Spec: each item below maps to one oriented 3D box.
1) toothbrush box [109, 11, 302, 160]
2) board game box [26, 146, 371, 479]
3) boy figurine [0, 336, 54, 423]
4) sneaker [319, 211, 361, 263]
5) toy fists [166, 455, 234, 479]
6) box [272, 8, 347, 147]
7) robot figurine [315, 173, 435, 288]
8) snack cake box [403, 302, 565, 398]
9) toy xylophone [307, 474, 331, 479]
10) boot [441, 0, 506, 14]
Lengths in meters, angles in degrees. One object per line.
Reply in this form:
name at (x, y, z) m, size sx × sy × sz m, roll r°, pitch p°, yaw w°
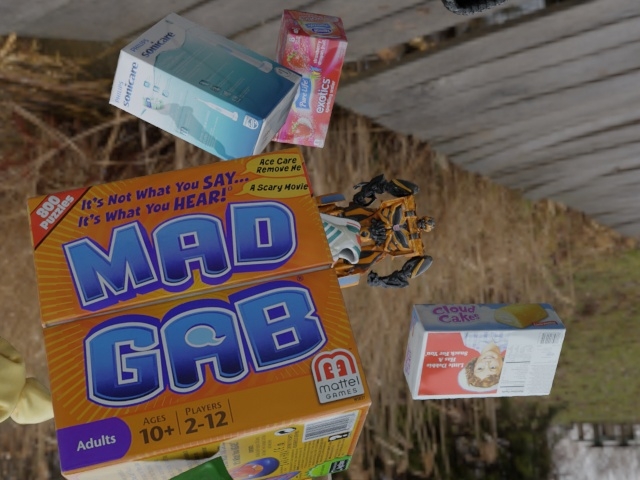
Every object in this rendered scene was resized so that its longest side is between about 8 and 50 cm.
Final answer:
toothbrush box at (-0.215, -0.289, 1.733) m, size 0.295 × 0.216 × 0.126 m, roll 27°, pitch 128°, yaw 2°
board game box at (-0.162, 0.143, 1.237) m, size 0.356 × 0.356 × 0.356 m, roll -12°, pitch 155°, yaw -9°
boy figurine at (-0.579, 0.240, 1.573) m, size 0.092 × 0.177 × 0.285 m, roll -23°, pitch 142°, yaw 37°
sneaker at (0.000, 0.000, 1.438) m, size 0.161 × 0.075 × 0.057 m, roll 8°, pitch 156°, yaw -35°
toy fists at (-0.195, 0.360, 1.007) m, size 0.279 × 0.142 × 0.096 m, roll -21°, pitch 164°, yaw -25°
box at (-0.035, -0.337, 1.909) m, size 0.128 × 0.123 × 0.257 m, roll 6°, pitch 127°, yaw -11°
robot figurine at (0.064, -0.004, 1.662) m, size 0.291 × 0.211 × 0.085 m, roll -12°, pitch 177°, yaw 15°
snack cake box at (0.295, 0.201, 1.658) m, size 0.264 × 0.152 × 0.089 m, roll 0°, pitch -150°, yaw -10°
toy xylophone at (-0.055, 0.487, 1.814) m, size 0.081 × 0.323 × 0.236 m, roll 8°, pitch 151°, yaw -28°
boot at (0.336, -0.584, 1.688) m, size 0.348 × 0.260 × 0.131 m, roll -38°, pitch 134°, yaw 12°
